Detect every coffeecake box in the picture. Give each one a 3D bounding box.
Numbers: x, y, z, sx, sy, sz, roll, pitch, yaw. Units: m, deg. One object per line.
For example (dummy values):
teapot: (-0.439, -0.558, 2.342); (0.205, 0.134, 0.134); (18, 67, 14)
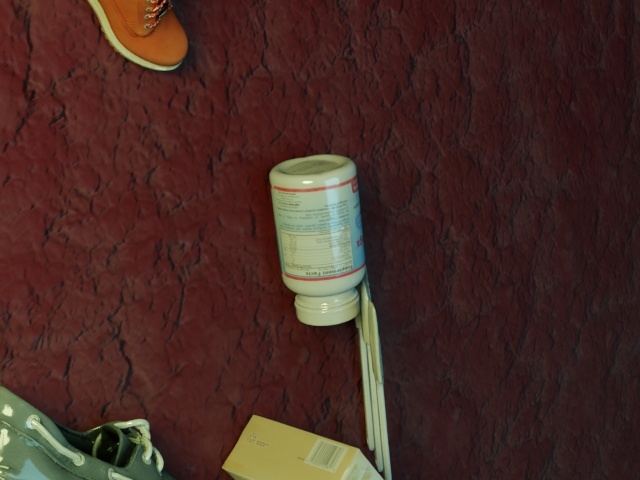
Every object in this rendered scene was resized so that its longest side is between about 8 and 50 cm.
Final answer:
coffeecake box: (0.009, 0.269, 1.266); (0.068, 0.142, 0.185); (-58, 136, -24)

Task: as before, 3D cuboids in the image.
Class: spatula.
spatula: (0.058, 0.148, 1.325); (0.019, 0.168, 0.242); (-9, 111, -6)

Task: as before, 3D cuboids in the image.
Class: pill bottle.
pill bottle: (0.000, 0.000, 1.245); (0.087, 0.087, 0.160); (-26, 117, -44)

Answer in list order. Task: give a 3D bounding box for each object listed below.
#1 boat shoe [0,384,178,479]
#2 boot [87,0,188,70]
boat shoe: (-0.172, 0.201, 1.060); (0.319, 0.116, 0.099); (26, 82, -44)
boot: (-0.147, -0.197, 1.034); (0.158, 0.085, 0.059); (49, 59, -45)
